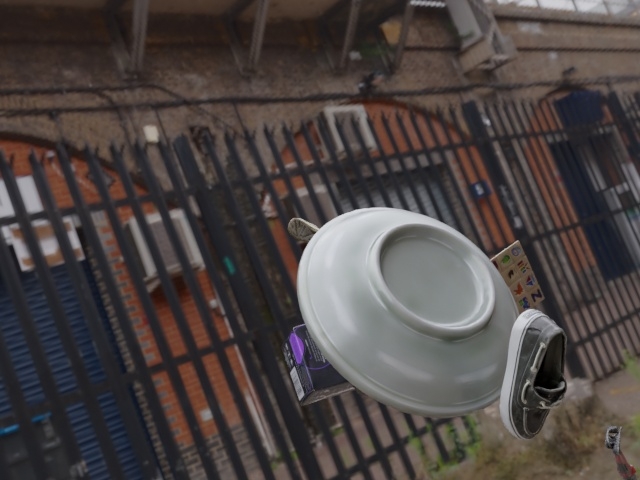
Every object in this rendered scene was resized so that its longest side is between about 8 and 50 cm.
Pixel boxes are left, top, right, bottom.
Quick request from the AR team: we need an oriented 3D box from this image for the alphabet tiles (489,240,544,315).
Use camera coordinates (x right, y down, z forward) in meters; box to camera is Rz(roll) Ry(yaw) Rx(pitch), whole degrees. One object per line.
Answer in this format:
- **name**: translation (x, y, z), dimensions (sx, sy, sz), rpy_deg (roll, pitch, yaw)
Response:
- **alphabet tiles**: translation (0.440, 0.150, 1.828), dimensions (0.198, 0.237, 0.009), rpy_deg (-31, 11, -26)

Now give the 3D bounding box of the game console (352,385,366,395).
- **game console**: translation (0.141, 0.320, 1.804), dimensions (0.122, 0.107, 0.071), rpy_deg (8, 8, 14)

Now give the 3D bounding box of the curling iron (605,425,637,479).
- **curling iron**: translation (0.662, 0.483, 1.703), dimensions (0.035, 0.274, 0.068), rpy_deg (-7, 47, 32)

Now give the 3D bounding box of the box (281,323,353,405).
- **box**: translation (0.064, 0.275, 1.920), dimensions (0.270, 0.165, 0.143), rpy_deg (-12, -21, -20)

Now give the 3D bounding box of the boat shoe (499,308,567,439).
- **boat shoe**: translation (0.305, 0.205, 1.113), dimensions (0.077, 0.219, 0.070), rpy_deg (-20, 32, -24)

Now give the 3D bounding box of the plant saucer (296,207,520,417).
- **plant saucer**: translation (0.164, 0.082, 1.263), dimensions (0.400, 0.400, 0.101), rpy_deg (-17, -29, -33)

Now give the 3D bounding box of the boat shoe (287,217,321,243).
- **boat shoe**: translation (-0.001, 0.001, 1.697), dimensions (0.048, 0.153, 0.056), rpy_deg (1, -62, -63)
